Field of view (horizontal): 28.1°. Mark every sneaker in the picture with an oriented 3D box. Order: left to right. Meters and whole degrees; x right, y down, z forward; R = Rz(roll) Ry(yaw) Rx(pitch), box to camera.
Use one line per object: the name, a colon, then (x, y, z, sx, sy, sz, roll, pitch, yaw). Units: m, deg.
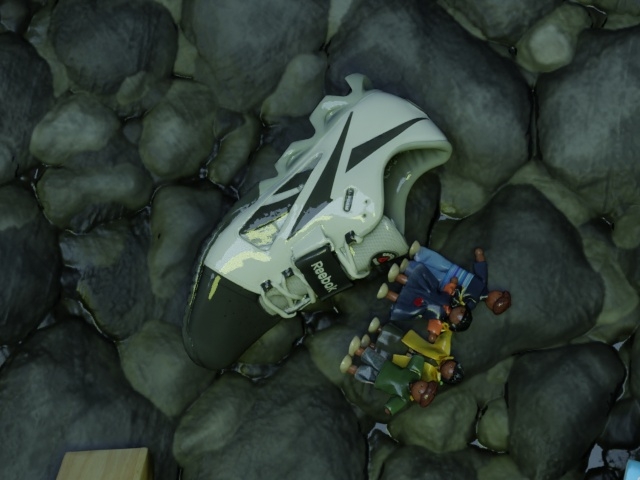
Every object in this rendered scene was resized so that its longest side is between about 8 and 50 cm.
sneaker: (0.000, 0.000, 1.220, 0.146, 0.122, 0.330, 32, 84, 30)

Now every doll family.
doll family: (0.107, 0.083, 1.226, 0.111, 0.076, 0.193, 24, 79, 17)

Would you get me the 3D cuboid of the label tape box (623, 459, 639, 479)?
label tape box: (0.371, 0.342, 1.062, 0.348, 0.115, 0.249, 16, 80, -5)

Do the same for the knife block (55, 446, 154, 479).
knife block: (-0.217, 0.318, 1.132, 0.088, 0.242, 0.275, -4, 77, 6)
